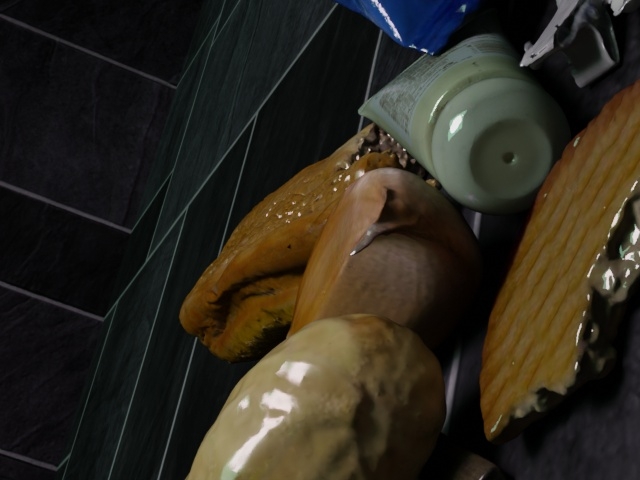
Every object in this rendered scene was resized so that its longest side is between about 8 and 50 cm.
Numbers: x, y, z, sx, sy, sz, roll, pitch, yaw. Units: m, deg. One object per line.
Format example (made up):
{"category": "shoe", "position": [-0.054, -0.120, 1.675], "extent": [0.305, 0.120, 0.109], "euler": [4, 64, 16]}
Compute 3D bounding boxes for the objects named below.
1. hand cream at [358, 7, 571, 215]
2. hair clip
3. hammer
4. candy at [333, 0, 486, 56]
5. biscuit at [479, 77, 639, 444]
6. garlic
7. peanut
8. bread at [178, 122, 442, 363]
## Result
{"category": "hand cream", "position": [0.104, -0.106, 0.930], "extent": [0.147, 0.093, 0.306], "euler": [-37, 21, 8]}
{"category": "hair clip", "position": [0.194, -0.208, 0.850], "extent": [0.140, 0.054, 0.220], "euler": [134, 155, -65]}
{"category": "hammer", "position": [0.047, 0.140, 0.906], "extent": [0.111, 0.043, 0.365], "euler": [-68, 16, -3]}
{"category": "candy", "position": [0.034, -0.274, 1.042], "extent": [0.187, 0.077, 0.331], "euler": [-47, 52, -11]}
{"category": "biscuit", "position": [0.159, 0.004, 0.715], "extent": [0.229, 0.031, 0.176], "euler": [-56, 21, 36]}
{"category": "garlic", "position": [0.048, 0.009, 0.867], "extent": [0.207, 0.128, 0.115], "euler": [111, 153, -54]}
{"category": "peanut", "position": [-0.038, 0.183, 0.801], "extent": [0.319, 0.147, 0.147], "euler": [-53, 19, 14]}
{"category": "bread", "position": [0.000, 0.000, 1.127], "extent": [0.185, 0.109, 0.380], "euler": [-53, 9, -29]}
